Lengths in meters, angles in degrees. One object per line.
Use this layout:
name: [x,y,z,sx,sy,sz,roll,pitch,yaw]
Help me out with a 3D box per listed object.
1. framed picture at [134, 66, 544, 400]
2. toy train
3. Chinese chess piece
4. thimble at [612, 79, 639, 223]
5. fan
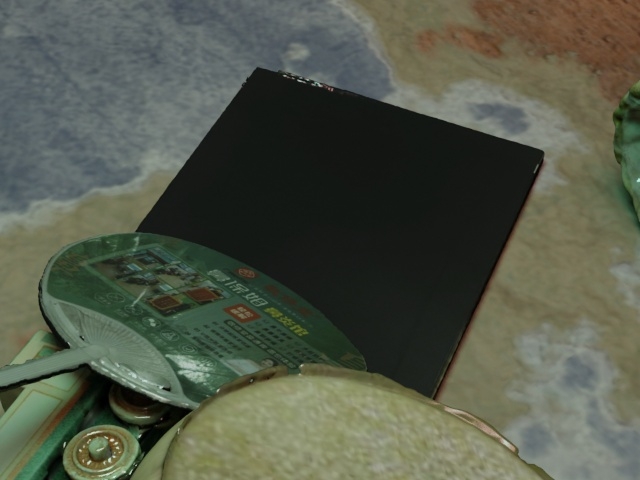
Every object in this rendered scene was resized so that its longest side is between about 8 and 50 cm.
framed picture: [0.000,0.000,1.024,0.255,0.014,0.339,18,46,13]
toy train: [-0.158,0.137,0.832,0.125,0.081,0.194,15,44,22]
Chinese chess piece: [0.020,0.186,0.718,0.270,0.112,0.270,16,30,-10]
thimble: [0.318,-0.053,1.018,0.143,0.137,0.190,-14,59,-18]
fan: [-0.117,0.046,0.880,0.294,0.012,0.223,6,28,-28]
